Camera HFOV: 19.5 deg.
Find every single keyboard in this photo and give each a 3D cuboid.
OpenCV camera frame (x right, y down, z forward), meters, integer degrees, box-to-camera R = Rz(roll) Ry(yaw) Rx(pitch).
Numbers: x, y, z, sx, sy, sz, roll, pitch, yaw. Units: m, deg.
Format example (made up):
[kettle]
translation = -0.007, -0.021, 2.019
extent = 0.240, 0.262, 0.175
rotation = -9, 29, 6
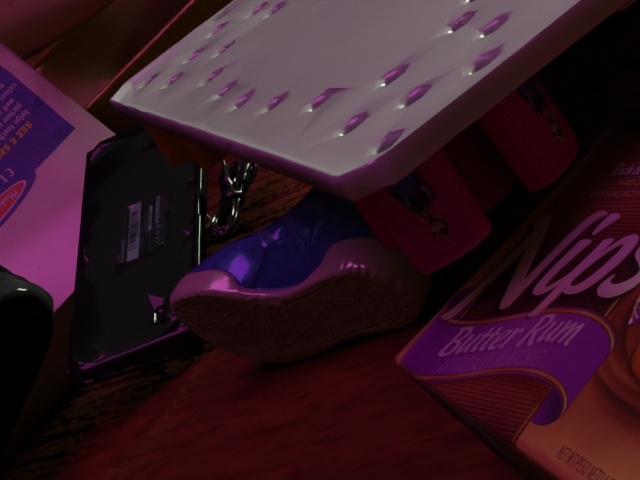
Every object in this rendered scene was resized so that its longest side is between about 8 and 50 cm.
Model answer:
[keyboard]
translation = -0.080, -0.005, 0.991
extent = 0.108, 0.023, 0.180
rotation = -22, 42, 18

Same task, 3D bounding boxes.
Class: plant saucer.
[plant saucer]
translation = -0.142, -0.111, 1.364
extent = 0.333, 0.081, 0.333
rotation = -44, 17, 6

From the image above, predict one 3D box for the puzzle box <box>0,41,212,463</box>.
[puzzle box]
translation = -0.276, 0.071, 1.130
extent = 0.409, 0.052, 0.272
rotation = -47, 44, -5

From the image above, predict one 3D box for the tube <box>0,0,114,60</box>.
[tube]
translation = -0.187, -0.199, 1.439
extent = 0.062, 0.070, 0.240
rotation = -3, -8, -38

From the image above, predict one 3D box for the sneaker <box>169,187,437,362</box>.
[sneaker]
translation = 0.001, 0.001, 0.809
extent = 0.152, 0.058, 0.084
rotation = -17, 39, 50

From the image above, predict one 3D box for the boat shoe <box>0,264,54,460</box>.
[boat shoe]
translation = -0.232, 0.153, 0.933
extent = 0.113, 0.127, 0.340
rotation = 9, 59, 34

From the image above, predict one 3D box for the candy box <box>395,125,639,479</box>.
[candy box]
translation = 0.100, 0.030, 0.530
extent = 0.109, 0.053, 0.186
rotation = -47, 18, -3

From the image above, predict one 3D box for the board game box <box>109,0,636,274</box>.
[board game box]
translation = 0.114, -0.144, 0.770
extent = 0.390, 0.050, 0.390
rotation = -38, 17, -9
